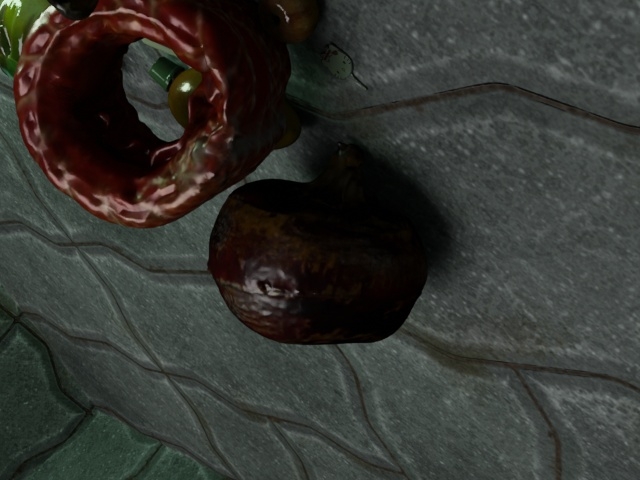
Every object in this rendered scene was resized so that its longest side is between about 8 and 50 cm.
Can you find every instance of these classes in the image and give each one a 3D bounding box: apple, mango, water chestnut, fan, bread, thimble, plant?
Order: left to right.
[{"bbox_3d":[-0.495,-0.367,1.778,0.261,0.158,0.156,32,147,20],"label":"bread"},{"bbox_3d":[-0.225,-0.198,1.374,0.350,0.230,0.350,5,107,18],"label":"thimble"},{"bbox_3d":[-0.235,-0.262,1.671,0.102,0.051,0.051,36,153,4],"label":"plant"},{"bbox_3d":[-0.137,-0.200,1.536,0.253,0.113,0.138,22,173,33],"label":"mango"},{"bbox_3d":[-0.040,-0.301,1.316,0.084,0.071,0.084,26,142,22],"label":"apple"},{"bbox_3d":[0.000,0.000,1.496,0.351,0.351,0.302,19,101,42],"label":"water chestnut"},{"bbox_3d":[0.033,-0.234,1.375,0.083,0.004,0.056,44,154,0],"label":"fan"}]

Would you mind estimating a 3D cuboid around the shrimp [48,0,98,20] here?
[{"bbox_3d":[-0.326,-0.392,1.283,0.110,0.221,0.445,37,-164,-27],"label":"shrimp"}]

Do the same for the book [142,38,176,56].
[{"bbox_3d":[-0.253,-0.384,1.552,0.162,0.022,0.231,28,149,34],"label":"book"}]
